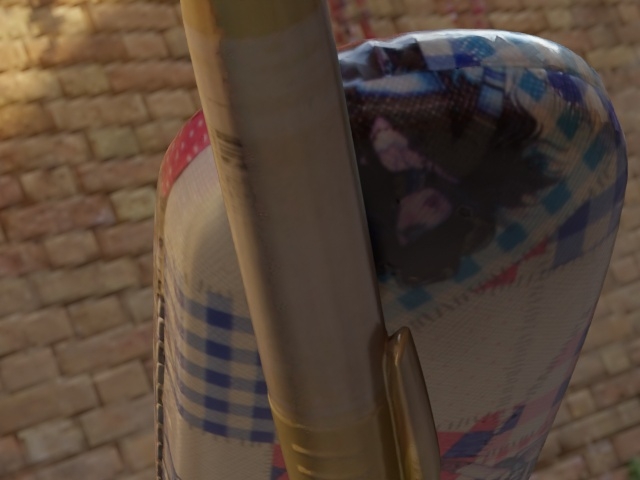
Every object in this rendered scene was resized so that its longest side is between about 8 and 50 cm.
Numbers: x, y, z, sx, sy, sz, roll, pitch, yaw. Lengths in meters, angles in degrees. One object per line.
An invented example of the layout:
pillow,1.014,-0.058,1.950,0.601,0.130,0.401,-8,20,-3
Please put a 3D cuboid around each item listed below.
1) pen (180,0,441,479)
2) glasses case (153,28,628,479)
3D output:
pen,0.000,0.000,0.379,0.040,0.032,0.233,4,-46,15
glasses case,0.009,0.049,0.546,0.125,0.076,0.327,-7,-32,-10
